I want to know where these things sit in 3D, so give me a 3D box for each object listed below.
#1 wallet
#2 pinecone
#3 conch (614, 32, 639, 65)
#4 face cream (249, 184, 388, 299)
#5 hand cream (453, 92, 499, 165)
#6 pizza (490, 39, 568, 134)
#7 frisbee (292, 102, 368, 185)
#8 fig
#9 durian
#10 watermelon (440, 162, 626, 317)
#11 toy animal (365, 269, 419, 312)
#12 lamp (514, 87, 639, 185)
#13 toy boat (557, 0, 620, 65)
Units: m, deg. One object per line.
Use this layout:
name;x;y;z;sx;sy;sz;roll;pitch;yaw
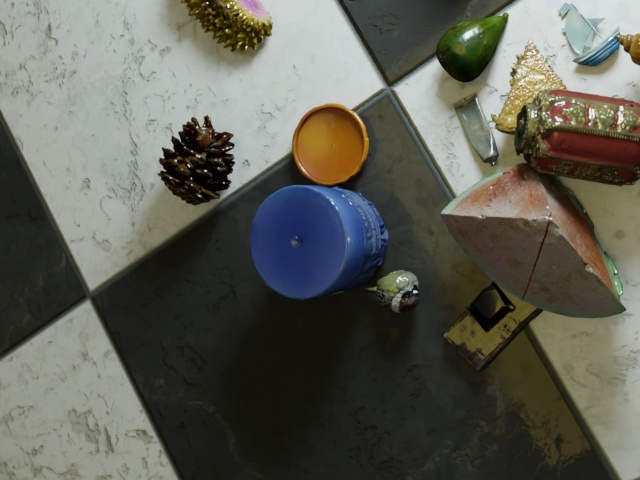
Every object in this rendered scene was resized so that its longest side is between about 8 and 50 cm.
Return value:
wallet;0.381;0.166;1.840;0.124;0.042;0.230;44;110;12
pinecone;-0.290;-0.189;2.043;0.184;0.179;0.204;37;90;-5
conch;0.720;-0.326;1.639;0.330;0.109;0.093;27;144;0
face cream;0.000;0.000;1.897;0.249;0.225;0.249;2;94;27
hand cream;0.344;-0.237;1.840;0.057;0.037;0.165;-27;75;23
pizza;0.447;-0.318;1.771;0.188;0.062;0.199;-4;87;10
frisbee;0.025;-0.222;1.972;0.192;0.035;0.192;1;94;23
fig;0.331;-0.424;1.796;0.177;0.117;0.117;-42;77;10
durian;-0.257;-0.590;2.031;0.191;0.112;0.341;-29;84;20
watermelon;0.467;-0.019;1.722;0.292;0.222;0.319;50;153;-19
toy animal;0.164;0.122;1.908;0.137;0.098;0.098;-27;82;39
lamp;0.522;-0.203;1.657;0.274;0.177;0.177;9;98;1
toy boat;0.537;-0.417;1.736;0.149;0.034;0.105;34;104;17
